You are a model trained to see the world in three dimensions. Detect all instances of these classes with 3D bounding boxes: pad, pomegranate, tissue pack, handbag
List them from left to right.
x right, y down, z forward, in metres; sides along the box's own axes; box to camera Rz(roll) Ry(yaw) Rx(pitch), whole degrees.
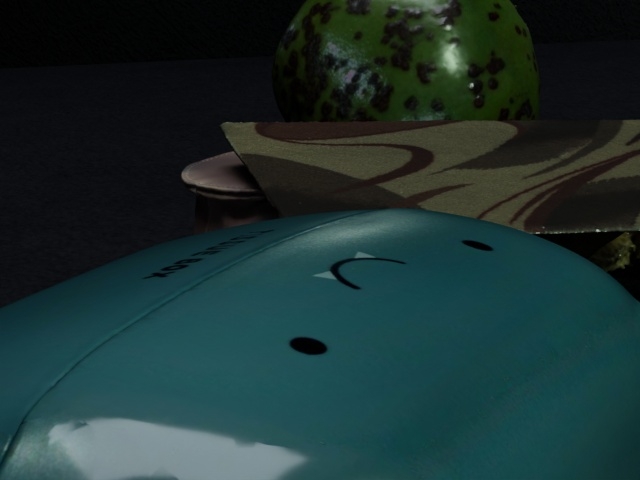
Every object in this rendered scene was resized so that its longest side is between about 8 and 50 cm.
[{"bbox_3d":[-0.007,0.099,0.506,0.206,0.198,0.287,1,11,28],"label":"tissue pack"},{"bbox_3d":[0.000,0.001,1.217,0.205,0.116,0.179,-8,12,-20],"label":"handbag"},{"bbox_3d":[0.064,-0.128,1.569,0.270,0.254,0.254,-32,7,10],"label":"pomegranate"},{"bbox_3d":[0.115,-0.046,1.158,0.330,0.004,0.220,-2,22,-16],"label":"pad"}]

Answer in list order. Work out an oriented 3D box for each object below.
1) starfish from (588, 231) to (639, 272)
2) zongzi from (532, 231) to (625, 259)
[{"bbox_3d":[0.272,-0.030,1.350,0.302,0.084,0.293,-5,12,24],"label":"starfish"},{"bbox_3d":[0.176,-0.040,1.242,0.104,0.052,0.113,-30,49,-16],"label":"zongzi"}]
